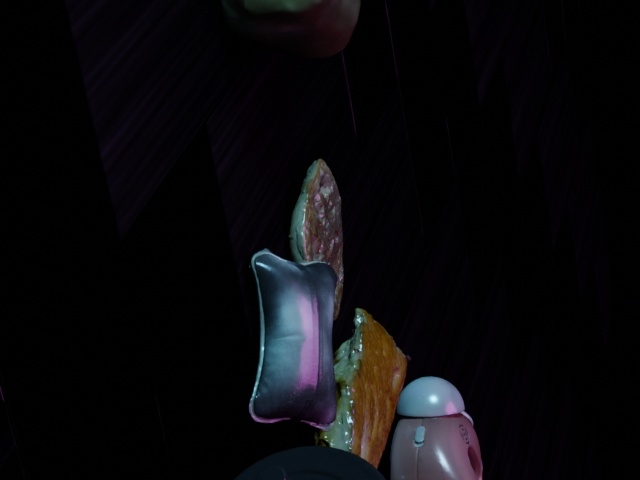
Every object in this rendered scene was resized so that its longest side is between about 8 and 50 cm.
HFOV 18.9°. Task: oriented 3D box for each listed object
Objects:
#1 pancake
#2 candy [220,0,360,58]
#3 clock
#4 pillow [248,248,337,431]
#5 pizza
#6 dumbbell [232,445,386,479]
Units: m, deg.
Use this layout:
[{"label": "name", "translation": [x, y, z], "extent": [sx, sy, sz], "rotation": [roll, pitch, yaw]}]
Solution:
[{"label": "pancake", "translation": [0.000, 0.000, 1.637], "extent": [0.139, 0.022, 0.140], "rotation": [-2, 90, -74]}, {"label": "candy", "translation": [-0.021, -0.259, 1.477], "extent": [0.104, 0.102, 0.234], "rotation": [49, 42, -66]}, {"label": "clock", "translation": [0.124, 0.232, 1.908], "extent": [0.166, 0.092, 0.162], "rotation": [69, 20, -45]}, {"label": "pillow", "translation": [-0.020, 0.077, 1.490], "extent": [0.091, 0.055, 0.136], "rotation": [34, 52, -68]}, {"label": "pizza", "translation": [0.027, 0.146, 1.644], "extent": [0.271, 0.056, 0.134], "rotation": [-65, 150, -57]}, {"label": "dumbbell", "translation": [0.005, 0.250, 1.381], "extent": [0.325, 0.143, 0.143], "rotation": [68, 24, -50]}]
